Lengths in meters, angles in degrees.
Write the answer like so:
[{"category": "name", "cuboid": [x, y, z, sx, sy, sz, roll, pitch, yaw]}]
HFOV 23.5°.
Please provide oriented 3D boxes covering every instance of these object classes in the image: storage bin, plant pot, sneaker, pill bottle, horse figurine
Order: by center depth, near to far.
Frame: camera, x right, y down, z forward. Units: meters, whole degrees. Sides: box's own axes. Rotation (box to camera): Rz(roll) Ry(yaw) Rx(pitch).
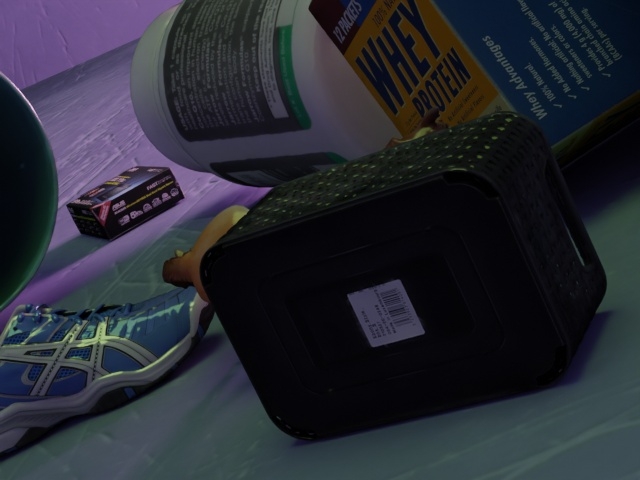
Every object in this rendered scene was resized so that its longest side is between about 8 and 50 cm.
[{"category": "storage bin", "cuboid": [0.043, 0.021, 0.808, 0.180, 0.122, 0.084, -17, 17, 31]}, {"category": "horse figurine", "cuboid": [0.000, 0.000, 0.945, 0.263, 0.066, 0.174, -16, -14, 27]}, {"category": "sneaker", "cuboid": [-0.173, 0.077, 1.060, 0.211, 0.081, 0.080, -26, 13, -6]}, {"category": "pill bottle", "cuboid": [-0.018, -0.149, 1.344, 0.204, 0.204, 0.361, -33, 17, -27]}, {"category": "plant pot", "cuboid": [-0.418, -0.029, 1.479, 0.293, 0.293, 0.235, -32, 2, -21]}]

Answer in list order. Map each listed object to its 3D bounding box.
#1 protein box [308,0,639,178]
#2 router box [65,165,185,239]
[{"category": "protein box", "cuboid": [0.140, -0.157, 1.046, 0.201, 0.199, 0.136, -32, -9, -24]}, {"category": "router box", "cuboid": [-0.206, -0.041, 1.616, 0.092, 0.038, 0.122, -30, 15, -20]}]
